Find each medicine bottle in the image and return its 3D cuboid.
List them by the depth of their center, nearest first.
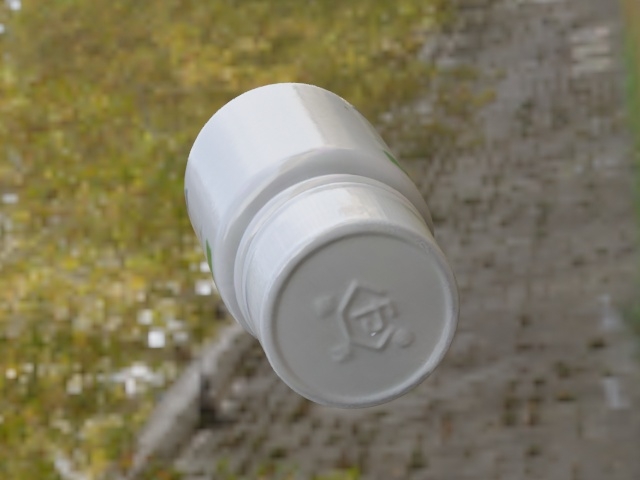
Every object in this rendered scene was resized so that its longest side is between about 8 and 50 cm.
[{"bbox_3d":[0.000,0.000,1.154,0.237,0.139,0.139,-122,25,-64],"label":"medicine bottle"}]
